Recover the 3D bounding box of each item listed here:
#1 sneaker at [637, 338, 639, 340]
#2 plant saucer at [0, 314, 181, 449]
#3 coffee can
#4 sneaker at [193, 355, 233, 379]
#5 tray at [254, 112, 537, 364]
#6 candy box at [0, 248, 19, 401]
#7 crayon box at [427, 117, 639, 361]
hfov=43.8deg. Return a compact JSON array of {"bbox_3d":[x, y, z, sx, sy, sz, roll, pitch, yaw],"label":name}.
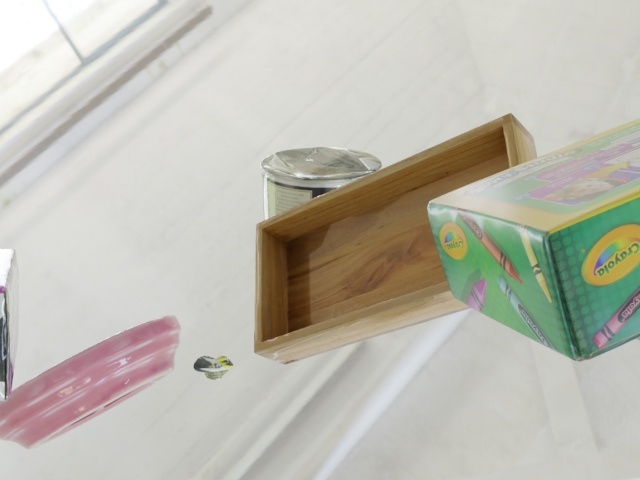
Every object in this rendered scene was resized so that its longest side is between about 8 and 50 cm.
[{"bbox_3d":[0.240,0.030,0.622,0.067,0.042,0.118,-40,-101,-21],"label":"sneaker"},{"bbox_3d":[-0.360,0.231,1.256,0.332,0.332,0.084,-30,-96,-3],"label":"plant saucer"},{"bbox_3d":[0.000,0.000,1.344,0.201,0.276,0.201,0,-159,0],"label":"coffee can"},{"bbox_3d":[-0.165,0.198,1.210,0.031,0.083,0.035,41,-76,30],"label":"sneaker"},{"bbox_3d":[0.090,0.012,1.035,0.410,0.076,0.203,-22,-124,33],"label":"tray"},{"bbox_3d":[-0.309,0.048,0.482,0.233,0.071,0.159,-1,-172,-19],"label":"candy box"},{"bbox_3d":[0.231,-0.029,0.520,0.278,0.081,0.165,-21,-167,-10],"label":"crayon box"}]
